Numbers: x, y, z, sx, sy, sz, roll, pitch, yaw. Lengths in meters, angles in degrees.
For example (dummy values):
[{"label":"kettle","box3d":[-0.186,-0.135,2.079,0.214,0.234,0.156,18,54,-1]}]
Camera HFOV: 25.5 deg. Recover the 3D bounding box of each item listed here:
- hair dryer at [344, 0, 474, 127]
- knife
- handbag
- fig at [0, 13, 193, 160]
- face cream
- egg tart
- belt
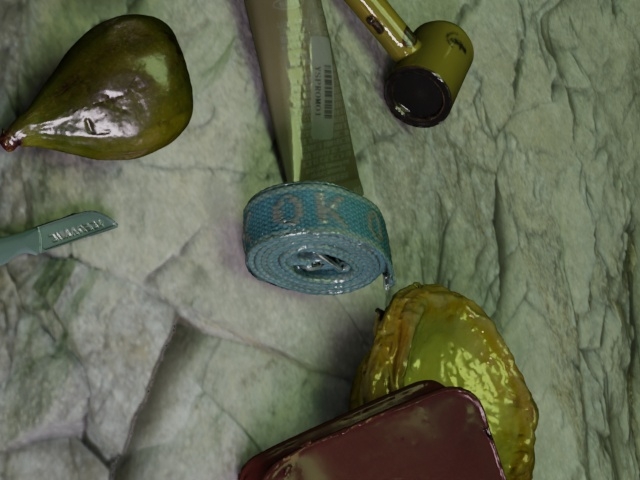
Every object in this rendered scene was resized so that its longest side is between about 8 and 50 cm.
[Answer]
[{"label":"hair dryer","box3d":[0.082,-0.285,1.787,0.278,0.090,0.135,48,41,-18]},{"label":"knife","box3d":[-0.255,0.001,1.259,0.210,0.015,0.028,-24,86,-55]},{"label":"handbag","box3d":[0.075,0.299,1.390,0.260,0.084,0.275,-20,95,-21]},{"label":"fig","box3d":[-0.214,-0.136,1.320,0.126,0.185,0.133,-121,-160,-61]},{"label":"face cream","box3d":[-0.027,-0.205,1.612,0.137,0.084,0.341,-19,97,-52]},{"label":"egg tart","box3d":[0.121,0.195,1.568,0.294,0.123,0.294,27,52,-39]},{"label":"belt","box3d":[-0.005,-0.003,1.482,0.163,0.148,0.082,64,21,-61]}]
